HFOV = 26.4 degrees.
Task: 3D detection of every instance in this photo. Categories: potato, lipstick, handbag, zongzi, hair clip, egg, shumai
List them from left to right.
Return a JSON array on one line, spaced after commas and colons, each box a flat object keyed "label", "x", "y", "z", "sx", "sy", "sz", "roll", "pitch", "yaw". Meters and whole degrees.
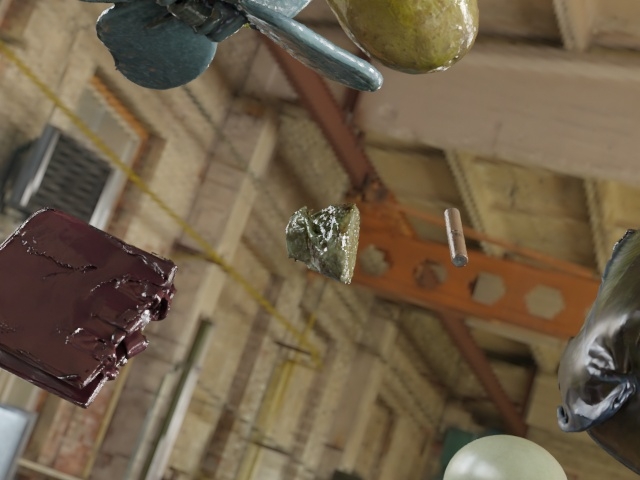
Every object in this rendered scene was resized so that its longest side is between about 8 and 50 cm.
[{"label": "handbag", "x": -0.296, "y": 0.076, "z": 1.588, "sx": 0.216, "sy": 0.203, "sz": 0.074, "roll": 24, "pitch": -37, "yaw": 15}, {"label": "hair clip", "x": -0.125, "y": -0.339, "z": 1.530, "sx": 0.392, "sy": 0.238, "sz": 0.318, "roll": 6, "pitch": -19, "yaw": 41}, {"label": "shumai", "x": 0.000, "y": -0.001, "z": 1.652, "sx": 0.087, "sy": 0.098, "sz": 0.124, "roll": 8, "pitch": -3, "yaw": 6}, {"label": "potato", "x": 0.125, "y": -0.376, "z": 2.076, "sx": 0.266, "sy": 0.229, "sz": 0.229, "roll": 56, "pitch": -23, "yaw": -7}, {"label": "lipstick", "x": 0.150, "y": -0.004, "z": 1.512, "sx": 0.019, "sy": 0.094, "sz": 0.019, "roll": -1, "pitch": -55, "yaw": -1}, {"label": "egg", "x": 0.319, "y": 0.428, "z": 2.338, "sx": 0.187, "sy": 0.186, "sz": 0.253, "roll": 28, "pitch": -14, "yaw": -29}, {"label": "zongzi", "x": 0.279, "y": 0.125, "z": 1.096, "sx": 0.208, "sy": 0.403, "sz": 0.432, "roll": 41, "pitch": -44, "yaw": 13}]

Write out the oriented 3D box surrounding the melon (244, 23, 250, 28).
[{"label": "melon", "x": -0.138, "y": -0.397, "z": 2.335, "sx": 0.114, "sy": 0.053, "sz": 0.262, "roll": 28, "pitch": 11, "yaw": 4}]
